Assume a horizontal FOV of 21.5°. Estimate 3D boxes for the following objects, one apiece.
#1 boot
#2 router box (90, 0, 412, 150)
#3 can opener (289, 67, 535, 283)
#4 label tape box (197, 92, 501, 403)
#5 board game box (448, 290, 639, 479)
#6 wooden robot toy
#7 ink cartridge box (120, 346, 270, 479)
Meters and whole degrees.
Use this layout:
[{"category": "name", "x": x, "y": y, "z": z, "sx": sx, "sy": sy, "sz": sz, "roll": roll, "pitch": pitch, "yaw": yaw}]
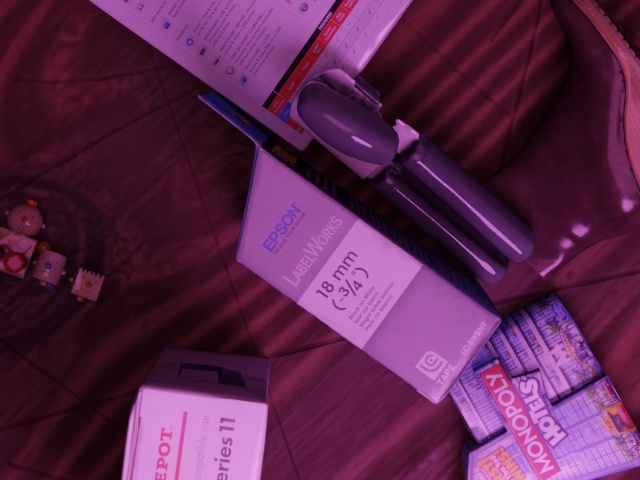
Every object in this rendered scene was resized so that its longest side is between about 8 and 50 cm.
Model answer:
[{"category": "boot", "x": 0.238, "y": -0.110, "z": 1.664, "sx": 0.207, "sy": 0.090, "sz": 0.248, "roll": -34, "pitch": 80, "yaw": 17}, {"category": "router box", "x": -0.039, "y": -0.307, "z": 1.604, "sx": 0.301, "sy": 0.082, "sz": 0.335, "roll": 36, "pitch": 110, "yaw": -3}, {"category": "can opener", "x": 0.084, "y": -0.052, "z": 1.602, "sx": 0.283, "sy": 0.095, "sz": 0.076, "roll": 40, "pitch": 120, "yaw": -15}, {"category": "label tape box", "x": 0.000, "y": 0.000, "z": 1.594, "sx": 0.334, "sy": 0.240, "sz": 0.106, "roll": 36, "pitch": 94, "yaw": -2}, {"category": "board game box", "x": 0.202, "y": 0.182, "z": 1.698, "sx": 0.194, "sy": 0.060, "sz": 0.194, "roll": -30, "pitch": 94, "yaw": 0}, {"category": "wooden robot toy", "x": -0.293, "y": -0.002, "z": 1.677, "sx": 0.173, "sy": 0.076, "sz": 0.079, "roll": 21, "pitch": 82, "yaw": -2}, {"category": "ink cartridge box", "x": -0.116, "y": 0.224, "z": 1.549, "sx": 0.119, "sy": 0.353, "sz": 0.207, "roll": 8, "pitch": 94, "yaw": -1}]
